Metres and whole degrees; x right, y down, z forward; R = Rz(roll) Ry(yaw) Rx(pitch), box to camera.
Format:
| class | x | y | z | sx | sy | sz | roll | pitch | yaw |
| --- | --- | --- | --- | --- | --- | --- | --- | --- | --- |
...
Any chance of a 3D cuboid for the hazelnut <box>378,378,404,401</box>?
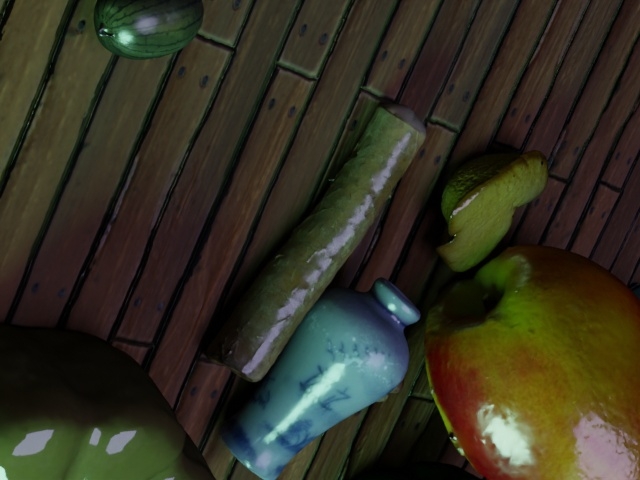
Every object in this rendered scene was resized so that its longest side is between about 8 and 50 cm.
| class | x | y | z | sx | sy | sz | roll | pitch | yaw |
| --- | --- | --- | --- | --- | --- | --- | --- | --- | --- |
| hazelnut | 0.060 | 0.157 | 1.572 | 0.086 | 0.086 | 0.086 | -21 | 125 | -33 |

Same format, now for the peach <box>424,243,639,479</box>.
| class | x | y | z | sx | sy | sz | roll | pitch | yaw |
| --- | --- | --- | --- | --- | --- | --- | --- | --- | --- |
| peach | 0.320 | 0.207 | 1.602 | 0.242 | 0.306 | 0.380 | -27 | 118 | 25 |

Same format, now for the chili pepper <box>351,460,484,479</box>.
| class | x | y | z | sx | sy | sz | roll | pitch | yaw |
| --- | --- | --- | --- | --- | --- | --- | --- | --- | --- |
| chili pepper | 0.141 | 0.407 | 1.661 | 0.248 | 0.256 | 0.233 | 8 | 102 | -46 |

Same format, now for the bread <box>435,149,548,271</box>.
| class | x | y | z | sx | sy | sz | roll | pitch | yaw |
| --- | --- | --- | --- | --- | --- | --- | --- | --- | --- |
| bread | 0.204 | -0.045 | 1.609 | 0.187 | 0.065 | 0.149 | -33 | 142 | -29 |

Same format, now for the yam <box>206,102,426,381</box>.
| class | x | y | z | sx | sy | sz | roll | pitch | yaw |
| --- | --- | --- | --- | --- | --- | --- | --- | --- | --- |
| yam | 0.000 | 0.000 | 1.434 | 0.357 | 0.081 | 0.081 | -56 | 137 | -4 |

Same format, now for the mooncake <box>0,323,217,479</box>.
| class | x | y | z | sx | sy | sz | roll | pitch | yaw |
| --- | --- | --- | --- | --- | --- | --- | --- | --- | --- |
| mooncake | -0.281 | 0.274 | 1.242 | 0.378 | 0.200 | 0.379 | -21 | 124 | -33 |

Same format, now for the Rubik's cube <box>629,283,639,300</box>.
| class | x | y | z | sx | sy | sz | roll | pitch | yaw |
| --- | --- | --- | --- | --- | --- | --- | --- | --- | --- |
| Rubik's cube | 0.469 | 0.237 | 1.880 | 0.224 | 0.231 | 0.221 | -27 | 128 | -27 |

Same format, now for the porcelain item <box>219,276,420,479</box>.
| class | x | y | z | sx | sy | sz | roll | pitch | yaw |
| --- | --- | --- | --- | --- | --- | --- | --- | --- | --- |
| porcelain item | 0.002 | 0.152 | 1.473 | 0.259 | 0.141 | 0.141 | -46 | 136 | 3 |

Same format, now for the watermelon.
| class | x | y | z | sx | sy | sz | roll | pitch | yaw |
| --- | --- | --- | --- | --- | --- | --- | --- | --- | --- |
| watermelon | -0.158 | -0.203 | 1.177 | 0.110 | 0.078 | 0.078 | -18 | 124 | -35 |
